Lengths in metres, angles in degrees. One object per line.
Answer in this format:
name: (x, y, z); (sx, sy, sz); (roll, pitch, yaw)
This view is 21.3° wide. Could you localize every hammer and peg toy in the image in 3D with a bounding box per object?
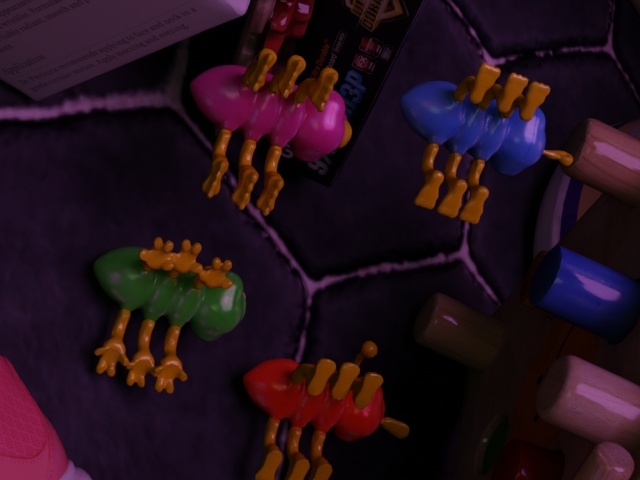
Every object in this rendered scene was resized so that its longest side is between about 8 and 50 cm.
hammer and peg toy: (0.140, 0.119, 0.937); (0.127, 0.266, 0.361); (25, 44, -12)

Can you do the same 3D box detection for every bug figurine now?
bug figurine: (0.000, 0.000, 0.941); (0.216, 0.279, 0.072); (21, 22, -24)

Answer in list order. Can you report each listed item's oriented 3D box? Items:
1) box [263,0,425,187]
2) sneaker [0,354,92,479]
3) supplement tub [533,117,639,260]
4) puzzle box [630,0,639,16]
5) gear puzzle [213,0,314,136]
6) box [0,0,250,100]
box: (0.042, -0.157, 0.990); (0.051, 0.220, 0.175); (26, 58, -1)
sneaker: (-0.222, 0.130, 0.728); (0.314, 0.116, 0.136); (-30, 97, -60)
supplement tub: (0.338, 0.007, 1.153); (0.241, 0.331, 0.241); (12, 72, -42)
puzzle box: (0.281, -0.263, 1.206); (0.052, 0.272, 0.409); (-46, 112, -22)
gear puzzle: (0.006, -0.192, 0.899); (0.044, 0.339, 0.175); (16, 64, -5)
box: (-0.115, -0.191, 0.864); (0.119, 0.181, 0.182); (32, 59, -34)
